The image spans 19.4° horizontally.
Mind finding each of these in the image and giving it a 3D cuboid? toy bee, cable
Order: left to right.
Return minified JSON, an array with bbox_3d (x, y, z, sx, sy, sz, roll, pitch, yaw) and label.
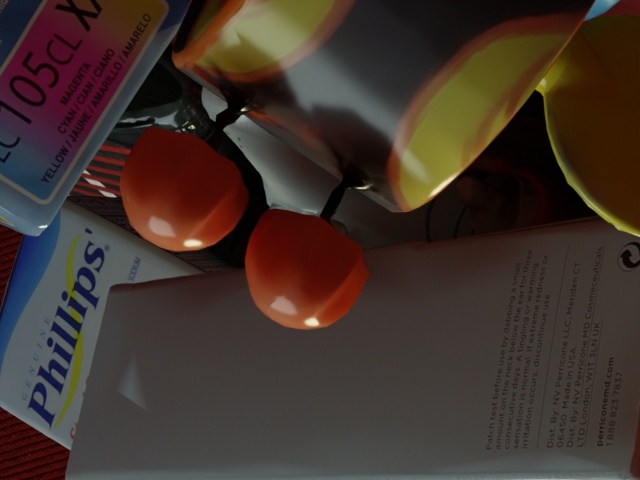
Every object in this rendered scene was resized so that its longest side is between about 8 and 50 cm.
[{"bbox_3d":[0.005,-0.068,0.365,0.195,0.162,0.298,32,173,8],"label":"toy bee"},{"bbox_3d":[0.140,0.028,0.791,0.139,0.072,0.287,20,167,32],"label":"cable"}]

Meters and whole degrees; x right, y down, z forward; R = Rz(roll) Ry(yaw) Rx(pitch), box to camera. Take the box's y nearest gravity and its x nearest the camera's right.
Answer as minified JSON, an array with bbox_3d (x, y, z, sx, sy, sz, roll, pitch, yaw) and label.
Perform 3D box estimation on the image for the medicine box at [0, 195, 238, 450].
[{"bbox_3d":[-0.024,0.087,1.240,0.289,0.149,0.263,26,-166,31],"label":"medicine box"}]

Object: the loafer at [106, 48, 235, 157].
[{"bbox_3d":[-0.147,-0.103,1.106,0.223,0.076,0.078,22,164,28],"label":"loafer"}]

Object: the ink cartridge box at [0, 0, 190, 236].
[{"bbox_3d":[-0.297,-0.178,0.908,0.395,0.151,0.270,37,171,-30],"label":"ink cartridge box"}]

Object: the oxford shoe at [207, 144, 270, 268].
[{"bbox_3d":[0.000,0.000,1.162,0.227,0.083,0.096,28,176,32],"label":"oxford shoe"}]

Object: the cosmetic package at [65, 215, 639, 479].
[{"bbox_3d":[0.132,0.108,0.766,0.377,0.097,0.284,26,159,-38],"label":"cosmetic package"}]

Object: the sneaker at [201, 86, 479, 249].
[{"bbox_3d":[0.038,0.007,0.861,0.111,0.129,0.297,26,170,43],"label":"sneaker"}]
